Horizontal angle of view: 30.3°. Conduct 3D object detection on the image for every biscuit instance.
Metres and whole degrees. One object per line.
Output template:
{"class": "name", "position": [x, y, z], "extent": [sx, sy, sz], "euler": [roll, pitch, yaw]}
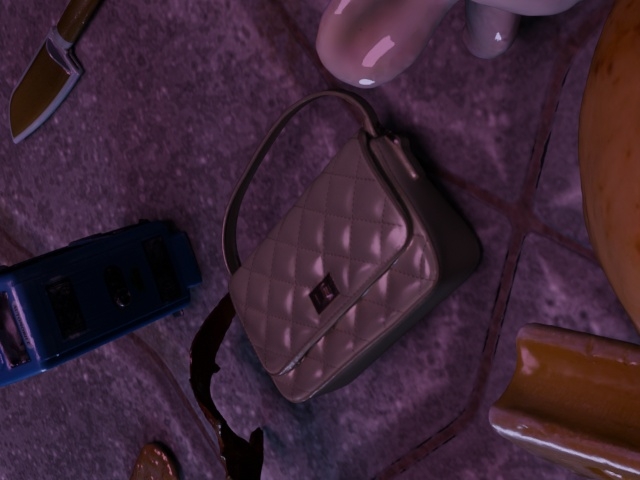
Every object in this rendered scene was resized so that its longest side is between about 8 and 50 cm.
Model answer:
{"class": "biscuit", "position": [-0.206, 0.301, 1.440], "extent": [0.071, 0.018, 0.147], "euler": [46, 136, 22]}

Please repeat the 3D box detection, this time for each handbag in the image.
{"class": "handbag", "position": [0.000, 0.000, 1.025], "extent": [0.219, 0.079, 0.256], "euler": [56, 130, 17]}

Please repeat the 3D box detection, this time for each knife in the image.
{"class": "knife", "position": [-0.287, -0.201, 1.296], "extent": [0.061, 0.027, 0.343], "euler": [57, 139, 6]}

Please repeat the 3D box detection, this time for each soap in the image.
{"class": "soap", "position": [0.263, 0.132, 0.739], "extent": [0.274, 0.173, 0.089], "euler": [11, 76, 45]}

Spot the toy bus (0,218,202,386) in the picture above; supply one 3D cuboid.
{"class": "toy bus", "position": [-0.244, 0.058, 1.204], "extent": [0.134, 0.246, 0.113], "euler": [-15, 95, 38]}

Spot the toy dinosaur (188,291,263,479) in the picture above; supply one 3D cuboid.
{"class": "toy dinosaur", "position": [-0.045, 0.210, 1.127], "extent": [0.206, 0.113, 0.327], "euler": [67, -175, -47]}

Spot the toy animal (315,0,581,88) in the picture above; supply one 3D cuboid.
{"class": "toy animal", "position": [0.120, -0.257, 0.710], "extent": [0.241, 0.196, 0.368], "euler": [42, 132, 37]}

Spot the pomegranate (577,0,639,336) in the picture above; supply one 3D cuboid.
{"class": "pomegranate", "position": [0.278, -0.059, 0.501], "extent": [0.342, 0.342, 0.342], "euler": [22, 122, 40]}
